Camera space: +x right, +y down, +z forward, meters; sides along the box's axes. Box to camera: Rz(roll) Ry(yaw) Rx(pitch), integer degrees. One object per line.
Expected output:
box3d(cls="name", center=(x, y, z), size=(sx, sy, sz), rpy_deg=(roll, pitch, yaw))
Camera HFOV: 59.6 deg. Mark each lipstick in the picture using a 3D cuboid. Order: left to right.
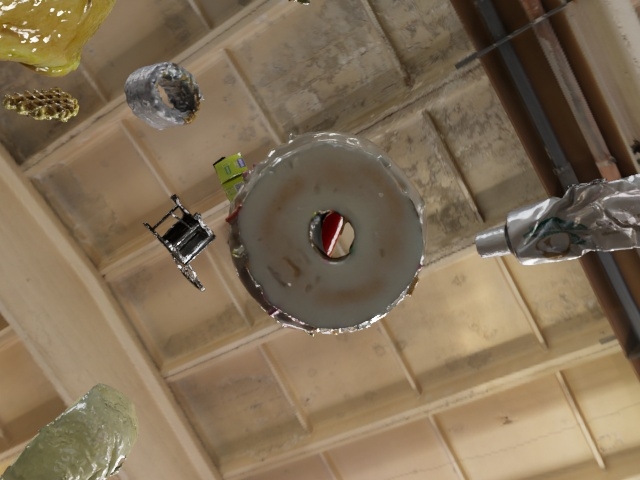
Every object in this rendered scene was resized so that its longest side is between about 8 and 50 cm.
box3d(cls="lipstick", center=(0.001, 0.000, 1.206), size=(0.073, 0.073, 0.280), rpy_deg=(25, -73, 3))

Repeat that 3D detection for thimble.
box3d(cls="thimble", center=(-0.359, -0.332, 1.281), size=(0.118, 0.127, 0.151), rpy_deg=(5, -27, 40))

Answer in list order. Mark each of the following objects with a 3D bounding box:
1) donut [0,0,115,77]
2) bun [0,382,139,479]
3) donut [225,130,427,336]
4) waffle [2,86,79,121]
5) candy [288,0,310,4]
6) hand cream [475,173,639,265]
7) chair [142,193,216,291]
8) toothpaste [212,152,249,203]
box3d(cls="donut", center=(-0.284, -0.246, 0.436), size=(0.128, 0.261, 0.208), rpy_deg=(-37, -90, 11))
box3d(cls="bun", center=(-0.445, 0.395, 1.033), size=(0.152, 0.259, 0.259), rpy_deg=(42, -68, 2))
box3d(cls="donut", center=(0.011, -0.011, 1.051), size=(0.382, 0.142, 0.383), rpy_deg=(0, -91, -11))
box3d(cls="waffle", center=(-0.711, -0.356, 1.439), size=(0.160, 0.192, 0.046), rpy_deg=(14, -62, -23))
box3d(cls="candy", center=(-0.094, -0.485, 0.916), size=(0.187, 0.297, 0.081), rpy_deg=(-27, -110, 49))
box3d(cls="hand cream", center=(0.239, -0.013, 0.438), size=(0.257, 0.050, 0.084), rpy_deg=(-13, -60, 48))
box3d(cls="chair", center=(-0.313, 0.014, 1.338), size=(0.106, 0.229, 0.113), rpy_deg=(36, -107, 31))
box3d(cls="toothpaste", center=(-0.167, -0.060, 1.425), size=(0.077, 0.110, 0.327), rpy_deg=(-26, -53, -5))
